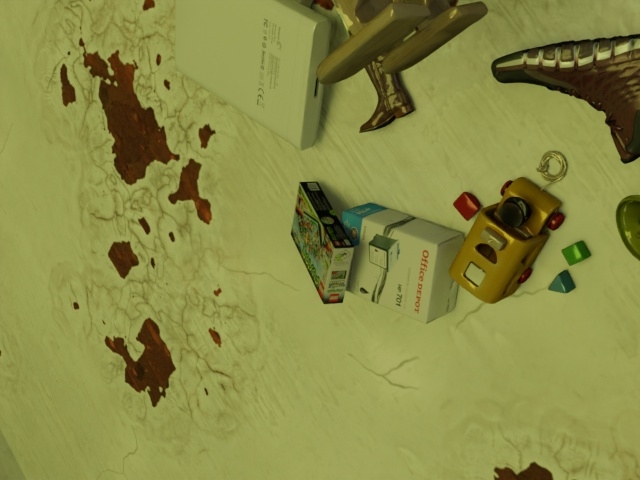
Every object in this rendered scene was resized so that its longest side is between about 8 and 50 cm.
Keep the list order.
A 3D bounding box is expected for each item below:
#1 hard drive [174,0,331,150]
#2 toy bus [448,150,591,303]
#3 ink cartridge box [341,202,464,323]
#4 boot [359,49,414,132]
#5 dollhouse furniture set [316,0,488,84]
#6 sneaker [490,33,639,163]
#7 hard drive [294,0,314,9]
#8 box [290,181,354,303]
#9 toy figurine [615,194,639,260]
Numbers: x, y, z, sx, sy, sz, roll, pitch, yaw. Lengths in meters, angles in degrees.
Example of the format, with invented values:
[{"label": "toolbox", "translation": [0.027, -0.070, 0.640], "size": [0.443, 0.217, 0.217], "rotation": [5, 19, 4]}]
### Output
[{"label": "hard drive", "translation": [-0.130, -0.337, 1.456], "size": [0.353, 0.047, 0.233], "rotation": [35, 135, 31]}, {"label": "toy bus", "translation": [0.268, -0.007, 1.205], "size": [0.191, 0.104, 0.202], "rotation": [-13, 94, 42]}, {"label": "ink cartridge box", "translation": [0.125, 0.034, 1.356], "size": [0.190, 0.082, 0.140], "rotation": [21, 115, 38]}, {"label": "boot", "translation": [0.088, -0.240, 1.339], "size": [0.106, 0.037, 0.114], "rotation": [-23, 90, 29]}, {"label": "dollhouse furniture set", "translation": [0.041, -0.384, 1.098], "size": [0.256, 0.394, 0.362], "rotation": [-31, 82, 42]}, {"label": "sneaker", "translation": [0.356, -0.178, 1.083], "size": [0.281, 0.106, 0.162], "rotation": [3, 107, 40]}, {"label": "hard drive", "translation": [-0.116, -0.521, 1.432], "size": [0.318, 0.040, 0.210], "rotation": [43, 127, 24]}, {"label": "box", "translation": [0.000, 0.000, 1.409], "size": [0.207, 0.036, 0.114], "rotation": [-118, 32, -51]}, {"label": "toy figurine", "translation": [0.504, -0.017, 0.887], "size": [0.191, 0.217, 0.362], "rotation": [57, 176, -6]}]
